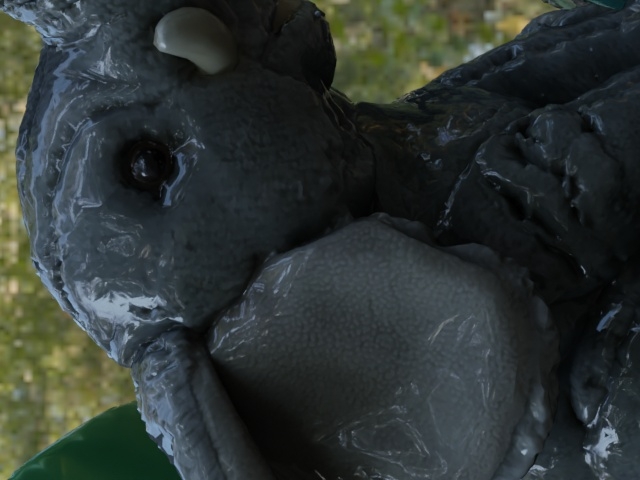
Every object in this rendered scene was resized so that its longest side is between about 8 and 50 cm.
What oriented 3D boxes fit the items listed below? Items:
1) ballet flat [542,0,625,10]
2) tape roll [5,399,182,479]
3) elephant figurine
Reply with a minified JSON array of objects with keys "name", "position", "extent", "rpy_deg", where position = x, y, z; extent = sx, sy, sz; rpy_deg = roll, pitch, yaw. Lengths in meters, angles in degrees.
[{"name":"ballet flat","position":[0.085,-0.141,0.570],"extent":[0.188,0.070,0.070],"rpy_deg":[-90,-12,-45]},{"name":"tape roll","position":[-0.090,0.222,0.677],"extent":[0.321,0.077,0.321],"rpy_deg":[-50,-28,-40]},{"name":"elephant figurine","position":[0.000,0.000,0.443],"extent":[0.169,0.239,0.186],"rpy_deg":[118,145,-68]}]
